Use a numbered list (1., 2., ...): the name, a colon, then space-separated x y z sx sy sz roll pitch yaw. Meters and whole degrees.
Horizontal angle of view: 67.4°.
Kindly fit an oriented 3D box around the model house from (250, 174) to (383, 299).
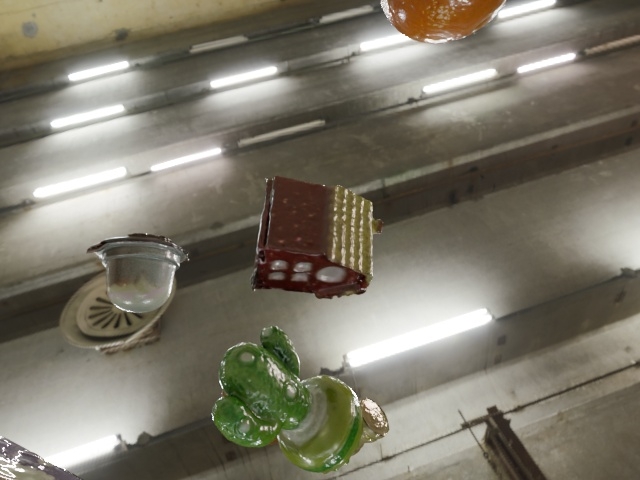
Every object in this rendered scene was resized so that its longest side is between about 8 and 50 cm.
1. model house: 0.000 0.000 0.943 0.253 0.160 0.196 6 -127 -4

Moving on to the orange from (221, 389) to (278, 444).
1. orange: -0.141 0.389 1.158 0.205 0.206 0.206 -5 -140 5

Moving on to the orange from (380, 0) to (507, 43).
1. orange: 0.166 -0.346 0.571 0.170 0.224 0.224 23 -134 4

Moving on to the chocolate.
1. chocolate: -0.407 0.083 1.067 0.221 0.221 0.147 -4 -117 6

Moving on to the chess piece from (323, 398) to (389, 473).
1. chess piece: 0.053 0.442 1.076 0.200 0.090 0.090 -43 -147 24

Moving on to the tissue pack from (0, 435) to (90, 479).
1. tissue pack: -0.480 0.401 0.669 0.242 0.344 0.125 28 -103 1

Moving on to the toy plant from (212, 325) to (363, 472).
1. toy plant: -0.064 0.302 0.918 0.184 0.316 0.224 -16 -136 36
